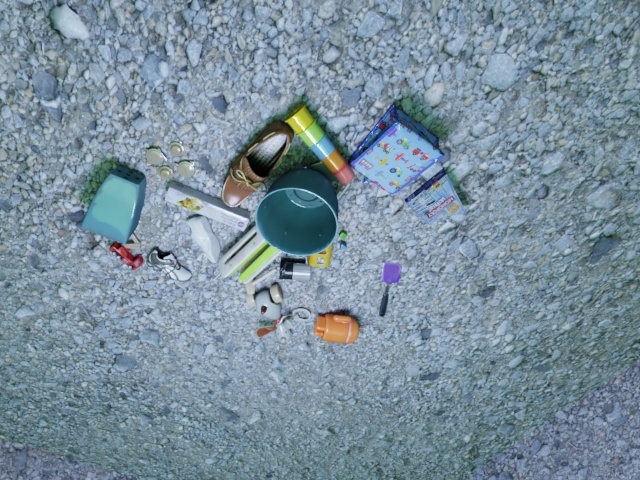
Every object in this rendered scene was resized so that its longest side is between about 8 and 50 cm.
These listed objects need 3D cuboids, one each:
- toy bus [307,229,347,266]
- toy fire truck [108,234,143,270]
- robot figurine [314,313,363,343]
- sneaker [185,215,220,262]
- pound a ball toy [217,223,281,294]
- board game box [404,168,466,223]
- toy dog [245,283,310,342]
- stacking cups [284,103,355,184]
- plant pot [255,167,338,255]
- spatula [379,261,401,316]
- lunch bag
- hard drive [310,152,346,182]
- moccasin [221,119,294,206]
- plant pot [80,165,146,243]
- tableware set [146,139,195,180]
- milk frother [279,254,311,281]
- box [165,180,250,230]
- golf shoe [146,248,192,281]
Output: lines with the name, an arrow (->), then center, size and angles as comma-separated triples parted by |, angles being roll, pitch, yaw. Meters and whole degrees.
toy bus -> 0.004, 0.011, 1.834 | 0.191, 0.104, 0.202 | -37, 117, 15
toy fire truck -> -0.790, 0.025, 1.867 | 0.135, 0.047, 0.192 | -32, 119, 16
robot figurine -> 0.082, 0.408, 2.088 | 0.220, 0.128, 0.157 | 10, 94, -7
sneaker -> -0.481, -0.002, 1.851 | 0.094, 0.080, 0.212 | -7, 116, 17
pound a ball toy -> -0.273, 0.067, 1.878 | 0.319, 0.135, 0.208 | -41, 140, 22
board game box -> 0.468, -0.148, 1.780 | 0.194, 0.060, 0.194 | 40, 114, -22
toy dog -> -0.207, 0.347, 2.020 | 0.220, 0.161, 0.333 | -34, 117, 19
stacking cups -> 0.002, -0.331, 1.621 | 0.096, 0.096, 0.316 | -32, 115, 17
plant pot -> -0.066, -0.129, 1.660 | 0.293, 0.235, 0.292 | 6, 129, 7
spatula -> 0.300, 0.227, 2.032 | 0.084, 0.030, 0.296 | 3, 122, -6
lunch bag -> 0.258, -0.299, 1.650 | 0.221, 0.138, 0.293 | 30, 127, -22
hard drive -> 0.038, -0.267, 1.714 | 0.135, 0.022, 0.094 | -16, 122, 9
moccasin -> -0.232, -0.258, 1.639 | 0.380, 0.147, 0.139 | -40, 115, 21
plant pot -> -0.754, -0.146, 1.695 | 0.166, 0.165, 0.234 | 23, 113, -15
tableware set -> -0.557, -0.291, 1.687 | 0.169, 0.020, 0.141 | -12, 124, 5
milk frother -> -0.104, 0.125, 1.892 | 0.135, 0.143, 0.129 | 3, 118, -4
box -> -0.435, -0.133, 1.764 | 0.324, 0.067, 0.063 | 22, 120, -16
golf shoe -> -0.626, 0.105, 1.905 | 0.198, 0.077, 0.093 | 26, 118, -18
